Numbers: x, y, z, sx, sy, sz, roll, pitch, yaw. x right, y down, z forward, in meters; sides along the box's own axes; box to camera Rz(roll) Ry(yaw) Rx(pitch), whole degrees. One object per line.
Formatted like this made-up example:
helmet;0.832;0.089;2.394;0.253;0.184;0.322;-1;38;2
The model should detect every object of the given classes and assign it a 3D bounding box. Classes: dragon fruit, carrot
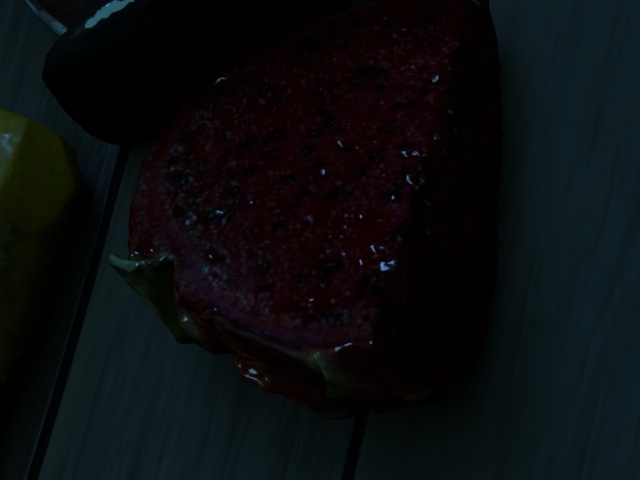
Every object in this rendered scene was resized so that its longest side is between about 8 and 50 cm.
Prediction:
dragon fruit;0.000;0.000;1.084;0.205;0.152;0.317;-2;46;24
carrot;-0.242;0.062;1.143;0.114;0.114;0.301;14;80;17

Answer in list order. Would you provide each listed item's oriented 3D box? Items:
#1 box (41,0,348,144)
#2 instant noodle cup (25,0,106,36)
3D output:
box;-0.068;-0.136;1.104;0.212;0.201;0.042;-33;77;1
instant noodle cup;-0.142;-0.264;1.129;0.244;0.255;0.244;-5;74;16
